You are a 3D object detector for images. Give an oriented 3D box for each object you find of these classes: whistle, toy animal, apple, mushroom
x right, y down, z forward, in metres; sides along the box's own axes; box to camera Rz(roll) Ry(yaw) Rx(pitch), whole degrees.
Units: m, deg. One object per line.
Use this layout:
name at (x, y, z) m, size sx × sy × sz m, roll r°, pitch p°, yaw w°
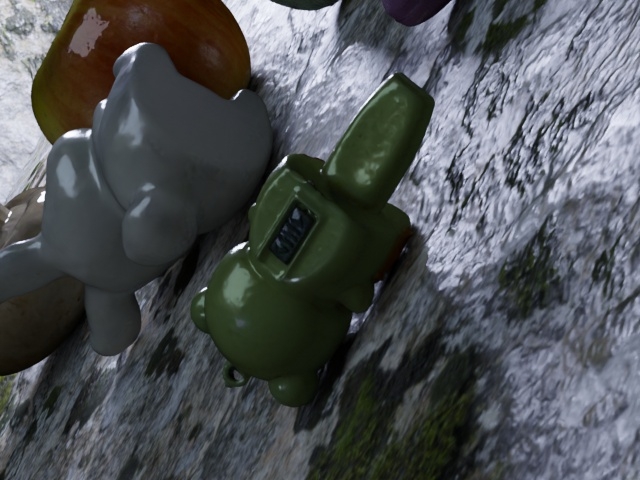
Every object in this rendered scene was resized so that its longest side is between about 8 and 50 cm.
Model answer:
whistle at (0.000, 0.000, 1.428) m, size 0.288 × 0.131 × 0.106 m, roll -57°, pitch -26°, yaw 16°
toy animal at (-0.213, -0.021, 2.002) m, size 0.367 × 0.196 × 0.241 m, roll -43°, pitch 25°, yaw 42°
apple at (-0.216, -0.197, 2.243) m, size 0.286 × 0.233 × 0.286 m, roll -59°, pitch 13°, yaw 22°
mushroom at (-0.444, 0.025, 2.461) m, size 0.292 × 0.290 × 0.292 m, roll -50°, pitch 16°, yaw 20°

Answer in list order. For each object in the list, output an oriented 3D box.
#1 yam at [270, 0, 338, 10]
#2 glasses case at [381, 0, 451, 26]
yam at (-0.015, -0.364, 2.060) m, size 0.154 × 0.154 × 0.254 m, roll -42°, pitch 24°, yaw 50°
glasses case at (0.150, -0.323, 1.594) m, size 0.316 × 0.076 × 0.123 m, roll -54°, pitch 18°, yaw 23°
